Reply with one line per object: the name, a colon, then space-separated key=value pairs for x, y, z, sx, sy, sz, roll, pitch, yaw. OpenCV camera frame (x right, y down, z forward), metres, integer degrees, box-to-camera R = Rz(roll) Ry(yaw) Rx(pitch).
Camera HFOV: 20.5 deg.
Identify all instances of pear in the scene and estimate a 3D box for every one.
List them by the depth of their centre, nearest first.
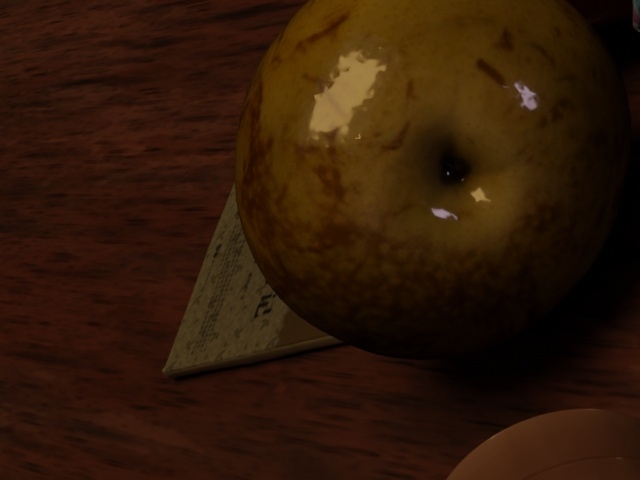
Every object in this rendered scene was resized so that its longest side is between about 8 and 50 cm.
pear: x=0.072 y=-0.059 z=1.185 sx=0.280 sy=0.280 sz=0.281 roll=-35 pitch=34 yaw=28

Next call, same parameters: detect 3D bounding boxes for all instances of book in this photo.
book: x=0.000 y=0.000 z=1.458 sx=0.310 sy=0.021 sz=0.217 roll=-16 pitch=45 yaw=47

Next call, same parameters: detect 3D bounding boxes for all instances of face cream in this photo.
face cream: x=0.140 y=0.177 z=0.936 sx=0.149 sy=0.149 sz=0.104 roll=-43 pitch=32 yaw=16

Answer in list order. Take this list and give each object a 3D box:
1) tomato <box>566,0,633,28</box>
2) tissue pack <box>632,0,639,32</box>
tomato: x=0.194 y=-0.300 z=1.293 sx=0.226 sy=0.299 sz=0.298 roll=-8 pitch=36 yaw=-3
tissue pack: x=0.293 y=-0.233 z=0.994 sx=0.263 sy=0.198 sz=0.146 roll=94 pitch=-174 yaw=-56
